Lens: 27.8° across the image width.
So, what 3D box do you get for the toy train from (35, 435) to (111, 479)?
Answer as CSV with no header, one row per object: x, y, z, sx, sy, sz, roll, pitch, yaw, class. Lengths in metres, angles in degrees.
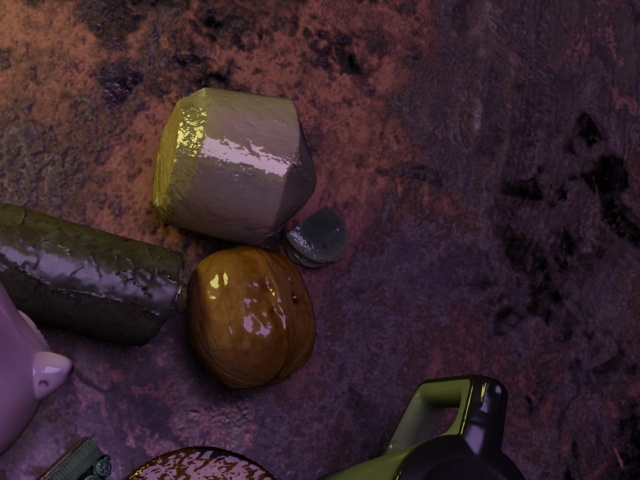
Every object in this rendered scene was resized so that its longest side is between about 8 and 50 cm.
-0.359,0.345,1.825,0.071,0.038,0.148,47,58,1,toy train

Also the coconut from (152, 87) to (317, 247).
-0.124,-0.111,1.997,0.244,0.239,0.239,10,67,-16,coconut

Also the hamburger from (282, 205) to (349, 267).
0.002,-0.001,2.106,0.084,0.054,0.121,49,53,3,hamburger

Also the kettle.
0.139,0.368,1.832,0.250,0.376,0.361,25,64,-12,kettle

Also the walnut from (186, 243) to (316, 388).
-0.106,0.112,1.942,0.195,0.195,0.222,-4,72,-24,walnut

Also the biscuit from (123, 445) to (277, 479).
-0.173,0.443,1.835,0.305,0.038,0.305,2,71,-5,biscuit

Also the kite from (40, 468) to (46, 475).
-0.354,0.379,1.839,0.152,0.005,0.137,-35,87,-30,kite

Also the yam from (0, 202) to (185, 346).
-0.361,0.051,1.870,0.304,0.168,0.168,15,65,-16,yam

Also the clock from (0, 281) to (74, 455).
-0.540,0.151,1.655,0.376,0.368,0.250,37,24,-12,clock
